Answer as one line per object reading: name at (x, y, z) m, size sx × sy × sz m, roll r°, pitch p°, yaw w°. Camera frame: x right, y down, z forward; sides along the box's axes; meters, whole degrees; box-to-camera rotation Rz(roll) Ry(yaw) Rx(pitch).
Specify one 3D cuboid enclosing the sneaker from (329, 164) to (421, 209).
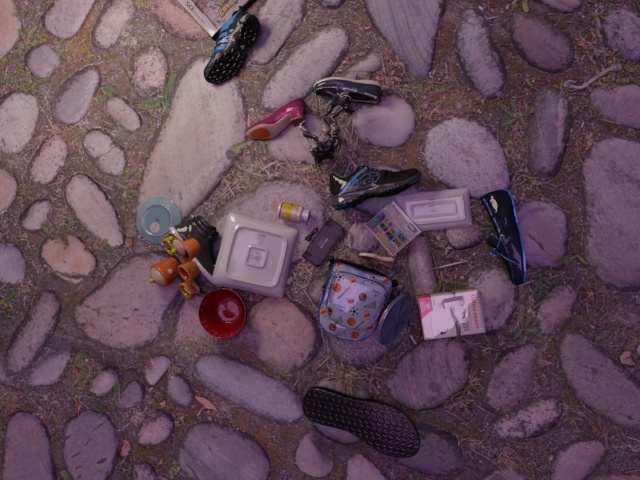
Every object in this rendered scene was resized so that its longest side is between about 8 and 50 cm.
sneaker at (0.194, -0.220, 1.780) m, size 0.341 × 0.125 × 0.139 m, roll -15°, pitch 82°, yaw 4°

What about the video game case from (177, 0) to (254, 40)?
video game case at (-0.403, -0.966, 1.913) m, size 0.275 × 0.035 × 0.248 m, roll -43°, pitch 84°, yaw 4°

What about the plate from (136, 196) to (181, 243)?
plate at (-0.640, -0.080, 1.925) m, size 0.188 × 0.024 × 0.188 m, roll 0°, pitch 88°, yaw 6°

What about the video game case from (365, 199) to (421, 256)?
video game case at (0.267, -0.045, 1.801) m, size 0.143 × 0.019 × 0.157 m, roll -43°, pitch 84°, yaw 20°

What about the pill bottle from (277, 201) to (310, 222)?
pill bottle at (-0.099, -0.104, 1.840) m, size 0.116 × 0.065 × 0.065 m, roll 13°, pitch 90°, yaw 6°

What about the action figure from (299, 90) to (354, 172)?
action figure at (0.015, -0.393, 1.781) m, size 0.141 × 0.164 × 0.276 m, roll 32°, pitch 107°, yaw 26°

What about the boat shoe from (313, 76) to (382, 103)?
boat shoe at (0.100, -0.545, 1.817) m, size 0.254 × 0.095 × 0.079 m, roll 4°, pitch 78°, yaw -2°

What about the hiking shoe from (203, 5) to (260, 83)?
hiking shoe at (-0.352, -0.741, 1.883) m, size 0.304 × 0.113 × 0.132 m, roll -50°, pitch 54°, yaw 9°

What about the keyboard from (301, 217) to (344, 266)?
keyboard at (0.000, 0.000, 1.849) m, size 0.108 × 0.023 × 0.180 m, roll 36°, pitch 92°, yaw 0°

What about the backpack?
backpack at (0.114, 0.224, 1.744) m, size 0.276 × 0.213 × 0.263 m, roll 19°, pitch 99°, yaw 5°

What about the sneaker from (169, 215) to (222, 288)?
sneaker at (-0.425, 0.035, 1.858) m, size 0.147 × 0.104 × 0.296 m, roll -37°, pitch 98°, yaw -14°

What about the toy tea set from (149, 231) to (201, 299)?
toy tea set at (-0.536, 0.096, 1.776) m, size 0.200 × 0.336 × 0.124 m, roll 39°, pitch 50°, yaw 17°

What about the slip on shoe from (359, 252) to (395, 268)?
slip on shoe at (0.207, 0.073, 1.809) m, size 0.135 × 0.051 × 0.041 m, roll 11°, pitch 87°, yaw -1°

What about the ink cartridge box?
ink cartridge box at (0.463, 0.262, 1.752) m, size 0.218 × 0.092 × 0.158 m, roll -9°, pitch 88°, yaw 5°

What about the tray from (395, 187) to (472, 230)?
tray at (0.415, -0.111, 1.798) m, size 0.270 × 0.030 × 0.145 m, roll -5°, pitch 87°, yaw 7°

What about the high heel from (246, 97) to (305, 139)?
high heel at (-0.172, -0.467, 1.867) m, size 0.244 × 0.082 × 0.117 m, roll -17°, pitch 54°, yaw 20°

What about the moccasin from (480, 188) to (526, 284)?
moccasin at (0.642, -0.007, 1.733) m, size 0.117 × 0.138 × 0.342 m, roll -10°, pitch 73°, yaw 11°

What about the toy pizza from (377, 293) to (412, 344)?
toy pizza at (0.257, 0.276, 1.736) m, size 0.032 × 0.201 × 0.201 m, roll 26°, pitch 92°, yaw 35°

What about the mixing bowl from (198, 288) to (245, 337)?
mixing bowl at (-0.357, 0.268, 1.845) m, size 0.181 × 0.098 × 0.181 m, roll 0°, pitch 89°, yaw 6°

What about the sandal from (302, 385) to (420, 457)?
sandal at (0.154, 0.639, 1.785) m, size 0.446 × 0.107 × 0.167 m, roll 17°, pitch 92°, yaw 19°

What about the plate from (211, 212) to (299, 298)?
plate at (-0.240, 0.059, 1.825) m, size 0.277 × 0.045 × 0.278 m, roll 14°, pitch 89°, yaw -9°
